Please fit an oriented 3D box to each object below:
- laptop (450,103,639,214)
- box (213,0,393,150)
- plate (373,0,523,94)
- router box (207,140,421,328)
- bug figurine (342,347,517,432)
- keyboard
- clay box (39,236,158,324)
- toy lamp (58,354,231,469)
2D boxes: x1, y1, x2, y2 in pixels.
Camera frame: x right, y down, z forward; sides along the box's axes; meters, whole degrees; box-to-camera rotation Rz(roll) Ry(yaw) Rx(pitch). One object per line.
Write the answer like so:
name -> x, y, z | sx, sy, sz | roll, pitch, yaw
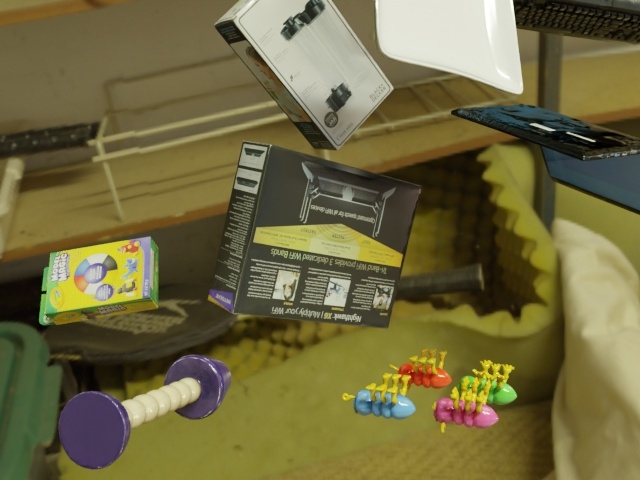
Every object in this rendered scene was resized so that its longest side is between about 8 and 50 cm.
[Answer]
laptop -> 0.349, -0.103, 1.034 | 0.264, 0.137, 0.234 | -10, 27, -34
box -> -0.023, -0.317, 1.256 | 0.169, 0.290, 0.087 | -50, 28, -14
plate -> 0.165, -0.350, 1.004 | 0.277, 0.278, 0.045 | 5, -13, -37
router box -> 0.000, 0.000, 1.115 | 0.308, 0.243, 0.081 | 11, 3, -38
bug figurine -> 0.172, 0.227, 1.081 | 0.216, 0.072, 0.279 | 3, 4, 26
keyboard -> 0.464, -0.386, 1.198 | 0.316, 0.033, 0.201 | 2, -16, -14
clay box -> -0.407, 0.074, 1.309 | 0.221, 0.053, 0.128 | -9, 59, 2
toy lamp -> -0.170, 0.171, 0.781 | 0.080, 0.080, 0.274 | 0, -2, 15
